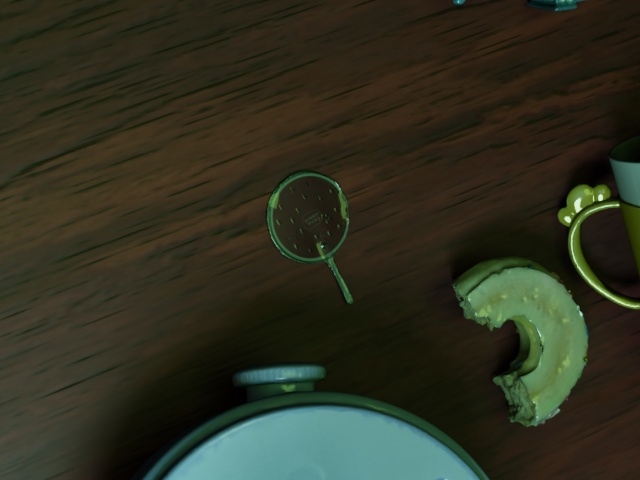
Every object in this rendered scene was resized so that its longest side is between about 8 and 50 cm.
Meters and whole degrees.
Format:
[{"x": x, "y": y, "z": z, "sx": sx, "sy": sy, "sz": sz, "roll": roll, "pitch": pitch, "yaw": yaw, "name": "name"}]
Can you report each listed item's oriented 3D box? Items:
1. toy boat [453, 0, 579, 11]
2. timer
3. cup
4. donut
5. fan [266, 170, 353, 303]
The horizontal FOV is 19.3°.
[{"x": 0.198, "y": -0.247, "z": 1.786, "sx": 0.173, "sy": 0.069, "sz": 0.058, "roll": -9, "pitch": 108, "yaw": -31, "name": "toy boat"}, {"x": -0.016, "y": 0.293, "z": 1.625, "sx": 0.395, "sy": 0.173, "sz": 0.395, "roll": 2, "pitch": 82, "yaw": -11, "name": "timer"}, {"x": 0.359, "y": 0.000, "z": 1.825, "sx": 0.241, "sy": 0.185, "sz": 0.226, "roll": -10, "pitch": 103, "yaw": 9, "name": "cup"}, {"x": 0.193, "y": 0.083, "z": 1.789, "sx": 0.108, "sy": 0.065, "sz": 0.166, "roll": -34, "pitch": 104, "yaw": -21, "name": "donut"}, {"x": 0.000, "y": 0.000, "z": 1.728, "sx": 0.085, "sy": 0.005, "sz": 0.133, "roll": -32, "pitch": 102, "yaw": -22, "name": "fan"}]
